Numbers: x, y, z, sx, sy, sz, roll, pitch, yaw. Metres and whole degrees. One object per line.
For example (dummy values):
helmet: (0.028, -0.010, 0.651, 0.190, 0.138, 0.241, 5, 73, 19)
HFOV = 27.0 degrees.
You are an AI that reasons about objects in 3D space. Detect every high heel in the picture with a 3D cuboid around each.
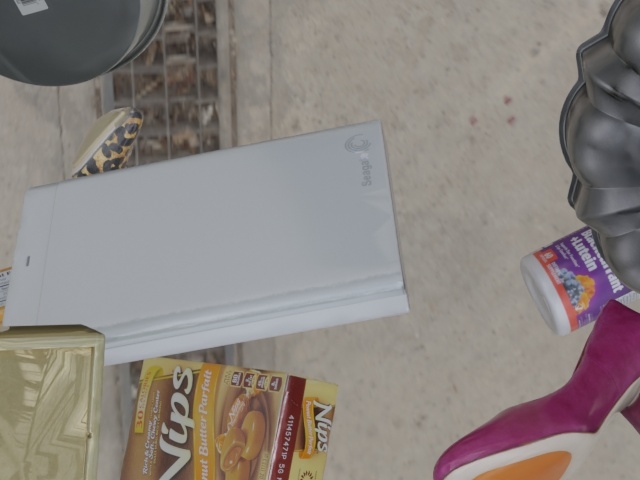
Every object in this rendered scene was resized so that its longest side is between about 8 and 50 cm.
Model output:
high heel: (0.154, 0.102, 0.905, 0.244, 0.117, 0.082, -13, 142, -30)
high heel: (-0.212, -0.056, 1.597, 0.186, 0.093, 0.261, 30, 140, -15)

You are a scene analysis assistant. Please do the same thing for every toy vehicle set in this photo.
toy vehicle set: (-0.258, 0.137, 0.795, 0.266, 0.035, 0.166, 1, 98, -37)

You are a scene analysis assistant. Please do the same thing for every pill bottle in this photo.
pill bottle: (0.348, 0.027, 1.607, 0.193, 0.108, 0.108, -26, 115, -2)

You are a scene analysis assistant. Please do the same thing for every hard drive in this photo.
hard drive: (-0.092, 0.004, 1.060, 0.307, 0.203, 0.040, -11, 132, 6)

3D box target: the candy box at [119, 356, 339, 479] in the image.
candy box: (-0.120, 0.247, 1.643, 0.087, 0.316, 0.183, 18, 79, -38)

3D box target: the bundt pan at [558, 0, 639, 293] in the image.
bundt pan: (0.336, -0.065, 0.998, 0.330, 0.124, 0.331, 5, 107, 16)

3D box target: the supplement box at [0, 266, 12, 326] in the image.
supplement box: (-0.415, 0.101, 1.512, 0.233, 0.080, 0.078, -15, 132, -14)

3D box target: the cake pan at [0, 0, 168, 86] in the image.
cake pan: (-0.316, -0.289, 1.477, 0.293, 0.054, 0.293, 5, 130, 6)
